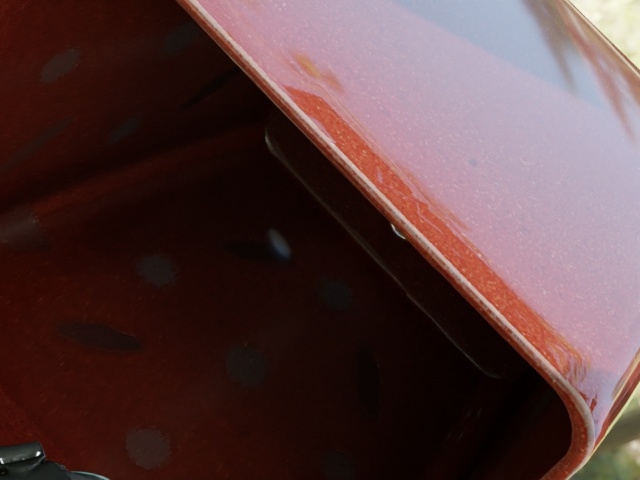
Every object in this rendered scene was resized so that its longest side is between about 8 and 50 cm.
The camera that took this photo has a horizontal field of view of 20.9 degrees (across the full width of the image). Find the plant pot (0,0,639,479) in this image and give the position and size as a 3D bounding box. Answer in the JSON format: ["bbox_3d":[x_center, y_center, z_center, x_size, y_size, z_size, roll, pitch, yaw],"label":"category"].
[{"bbox_3d":[0.000,0.000,0.692,0.267,0.267,0.235,47,41,11],"label":"plant pot"}]

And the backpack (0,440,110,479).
[{"bbox_3d":[-0.140,0.178,0.578,0.144,0.165,0.188,-100,-167,-54],"label":"backpack"}]
